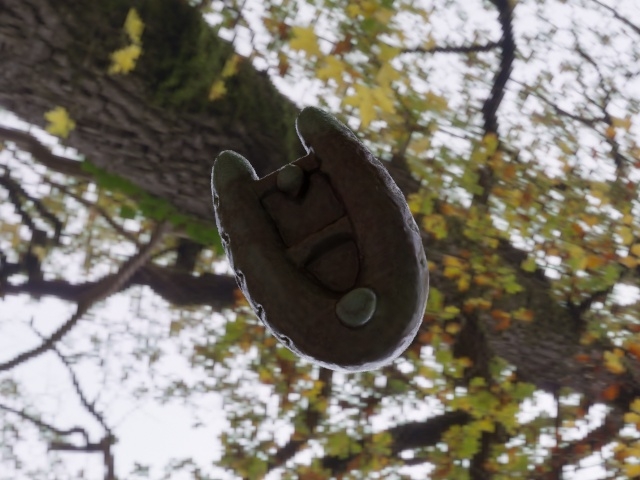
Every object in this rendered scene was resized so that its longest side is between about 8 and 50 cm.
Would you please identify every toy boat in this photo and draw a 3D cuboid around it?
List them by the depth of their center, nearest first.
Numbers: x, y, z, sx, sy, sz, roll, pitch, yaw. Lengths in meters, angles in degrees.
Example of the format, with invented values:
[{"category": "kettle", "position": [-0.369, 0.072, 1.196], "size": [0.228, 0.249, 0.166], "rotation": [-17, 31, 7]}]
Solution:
[{"category": "toy boat", "position": [0.000, 0.000, 1.117], "size": [0.155, 0.085, 0.227], "rotation": [-27, -107, 0]}]
